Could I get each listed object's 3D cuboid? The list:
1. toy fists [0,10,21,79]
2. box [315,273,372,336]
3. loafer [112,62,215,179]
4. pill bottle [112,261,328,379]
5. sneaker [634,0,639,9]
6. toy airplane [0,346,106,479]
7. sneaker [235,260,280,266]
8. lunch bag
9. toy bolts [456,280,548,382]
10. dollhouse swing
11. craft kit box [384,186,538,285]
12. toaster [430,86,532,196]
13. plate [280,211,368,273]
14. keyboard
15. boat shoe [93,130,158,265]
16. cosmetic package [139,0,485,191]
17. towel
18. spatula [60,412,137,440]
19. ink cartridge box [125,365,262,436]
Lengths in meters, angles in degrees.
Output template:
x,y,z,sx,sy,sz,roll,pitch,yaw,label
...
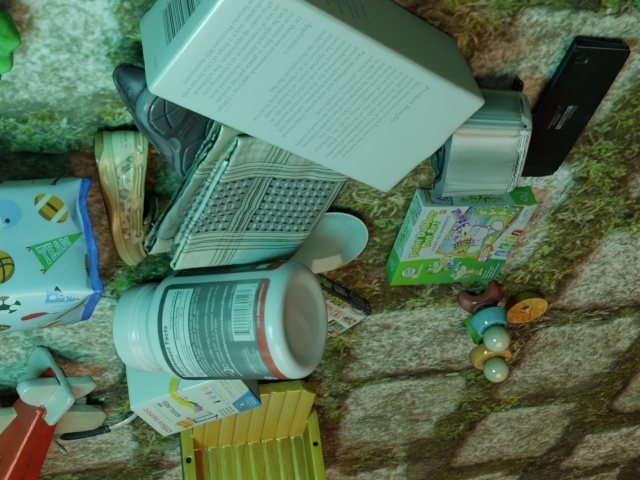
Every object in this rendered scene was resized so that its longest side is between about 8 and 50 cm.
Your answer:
x,y,z,sx,sy,sz,roll,pitch,yaw,label
-0.533,-0.240,1.201,0.279,0.096,0.142,-26,131,16,toy fists
0.005,0.137,1.907,0.114,0.036,0.207,-34,139,23,box
-0.228,-0.184,1.374,0.109,0.095,0.302,-49,161,-7,loafer
-0.187,0.153,1.650,0.363,0.210,0.210,-5,149,27,pill bottle
0.518,-0.445,1.255,0.134,0.146,0.343,-17,142,2,sneaker
-0.649,0.389,1.861,0.384,0.273,0.386,-42,143,-29,toy airplane
-0.130,0.050,1.746,0.158,0.061,0.065,-32,176,30,sneaker
-0.534,0.041,1.431,0.328,0.238,0.385,-2,164,-18,lunch bag
0.425,0.206,2.037,0.218,0.158,0.228,-24,142,12,toy bolts
-0.155,0.532,2.168,0.347,0.315,0.305,-4,162,-14,dollhouse swing
0.279,-0.007,1.807,0.247,0.060,0.249,0,140,-15,craft kit box
0.269,-0.173,1.509,0.147,0.129,0.227,2,137,1,toaster
0.000,0.000,1.742,0.188,0.024,0.188,-9,143,-7,plate
0.395,-0.229,1.583,0.202,0.033,0.317,-1,140,-20,keyboard
-0.312,-0.064,1.488,0.089,0.104,0.285,-9,141,-8,boat shoe
-0.006,-0.259,1.297,0.453,0.161,0.230,20,131,-37,cosmetic package
-0.104,-0.066,1.501,0.324,0.056,0.312,1,139,-40,towel
-0.481,0.434,2.123,0.297,0.030,0.084,-17,142,3,spatula
-0.270,0.281,1.886,0.233,0.168,0.171,-19,143,6,ink cartridge box
